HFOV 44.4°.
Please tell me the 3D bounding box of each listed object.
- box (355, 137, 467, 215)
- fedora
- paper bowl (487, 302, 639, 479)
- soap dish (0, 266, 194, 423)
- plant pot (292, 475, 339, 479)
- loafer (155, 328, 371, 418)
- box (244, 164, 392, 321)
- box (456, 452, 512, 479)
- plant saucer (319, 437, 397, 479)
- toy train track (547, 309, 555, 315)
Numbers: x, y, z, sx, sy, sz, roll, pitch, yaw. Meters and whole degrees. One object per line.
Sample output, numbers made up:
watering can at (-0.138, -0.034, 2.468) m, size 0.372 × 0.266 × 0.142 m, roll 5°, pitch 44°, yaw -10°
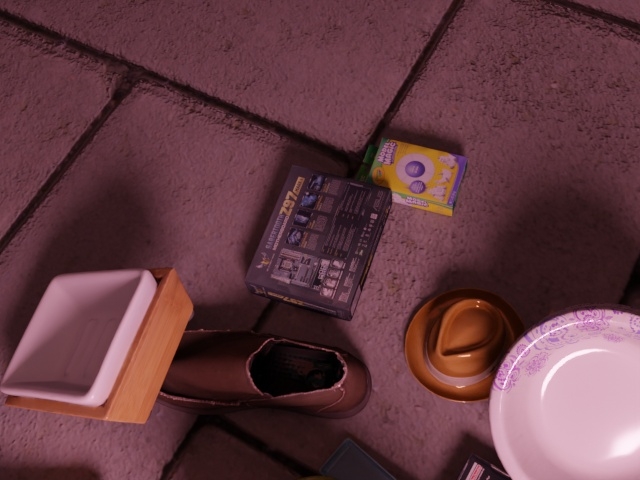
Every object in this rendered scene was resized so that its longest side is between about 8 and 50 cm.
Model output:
box at (0.155, -0.115, 1.356) m, size 0.179 × 0.043 × 0.105 m, roll 14°, pitch 65°, yaw 15°
fedora at (0.222, 0.148, 1.190) m, size 0.194 × 0.079 × 0.194 m, roll -3°, pitch 63°, yaw 6°
paper bowl at (0.376, 0.224, 1.040) m, size 0.284 × 0.148 × 0.284 m, roll 0°, pitch 89°, yaw 21°
soap dish at (-0.332, 0.158, 1.171) m, size 0.291 × 0.118 × 0.229 m, roll -6°, pitch 55°, yaw 43°
plant pot at (0.010, 0.487, 0.913) m, size 0.366 × 0.366 × 0.353 m, roll -31°, pitch 54°, yaw -9°
loafer at (-0.107, 0.185, 1.182) m, size 0.365 × 0.130 × 0.134 m, roll 0°, pitch 63°, yaw 7°
box at (0.000, 0.000, 1.305) m, size 0.183 × 0.059 × 0.233 m, roll 15°, pitch 66°, yaw 14°
box at (0.230, 0.429, 1.060) m, size 0.175 × 0.051 × 0.220 m, roll 27°, pitch 69°, yaw 19°
plant saucer at (0.083, 0.360, 1.104) m, size 0.067 × 0.018 × 0.192 m, roll -46°, pitch 51°, yaw -12°
toy train track at (0.385, 0.142, 1.212) m, size 0.048 × 0.014 × 0.083 m, roll -37°, pitch 70°, yaw -20°
